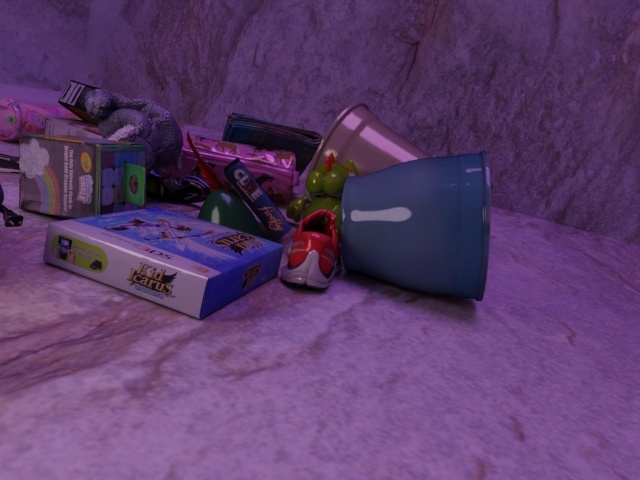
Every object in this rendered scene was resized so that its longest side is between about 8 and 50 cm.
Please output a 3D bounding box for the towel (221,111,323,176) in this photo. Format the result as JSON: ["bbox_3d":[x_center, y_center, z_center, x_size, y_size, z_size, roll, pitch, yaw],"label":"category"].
[{"bbox_3d":[-0.166,-0.251,1.681,0.271,0.040,0.370,11,-19,-14],"label":"towel"}]

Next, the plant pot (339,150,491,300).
[{"bbox_3d":[0.172,-0.030,1.049,0.255,0.272,0.271,2,11,11],"label":"plant pot"}]

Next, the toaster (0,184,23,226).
[{"bbox_3d":[-0.477,-0.033,0.638,0.226,0.129,0.146,21,18,20],"label":"toaster"}]

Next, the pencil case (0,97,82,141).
[{"bbox_3d":[-0.791,-0.338,1.603,0.124,0.124,0.284,18,15,18],"label":"pencil case"}]

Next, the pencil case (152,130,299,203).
[{"bbox_3d":[-0.252,-0.203,1.519,0.385,0.160,0.167,9,40,-22],"label":"pencil case"}]

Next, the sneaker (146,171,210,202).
[{"bbox_3d":[-0.345,-0.114,1.275,0.188,0.067,0.078,9,25,-8],"label":"sneaker"}]

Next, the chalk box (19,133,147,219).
[{"bbox_3d":[-0.384,-0.107,0.967,0.212,0.133,0.132,10,12,16],"label":"chalk box"}]

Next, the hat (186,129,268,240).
[{"bbox_3d":[-0.164,-0.084,1.042,0.208,0.184,0.173,11,14,-12],"label":"hat"}]

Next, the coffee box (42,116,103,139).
[{"bbox_3d":[-0.582,-0.243,1.460,0.246,0.098,0.141,21,14,27],"label":"coffee box"}]

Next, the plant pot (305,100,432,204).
[{"bbox_3d":[0.173,-0.179,1.598,0.305,0.334,0.333,30,17,17],"label":"plant pot"}]

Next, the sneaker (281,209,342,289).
[{"bbox_3d":[0.000,0.000,1.008,0.107,0.119,0.279,14,13,-3],"label":"sneaker"}]

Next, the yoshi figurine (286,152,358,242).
[{"bbox_3d":[0.030,-0.065,1.320,0.203,0.203,0.362,59,8,10],"label":"yoshi figurine"}]

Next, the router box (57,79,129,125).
[{"bbox_3d":[-0.557,-0.327,1.635,0.242,0.081,0.309,21,-10,29],"label":"router box"}]

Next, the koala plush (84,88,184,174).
[{"bbox_3d":[-0.388,-0.182,1.143,0.203,0.196,0.221,3,30,-10],"label":"koala plush"}]

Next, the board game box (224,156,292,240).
[{"bbox_3d":[-0.135,-0.094,1.176,0.165,0.042,0.243,53,-1,-14],"label":"board game box"}]

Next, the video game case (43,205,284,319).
[{"bbox_3d":[-0.215,0.017,0.842,0.244,0.061,0.269,18,13,14],"label":"video game case"}]

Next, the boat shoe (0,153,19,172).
[{"bbox_3d":[-0.643,-0.166,1.209,0.125,0.038,0.046,1,19,-45],"label":"boat shoe"}]
